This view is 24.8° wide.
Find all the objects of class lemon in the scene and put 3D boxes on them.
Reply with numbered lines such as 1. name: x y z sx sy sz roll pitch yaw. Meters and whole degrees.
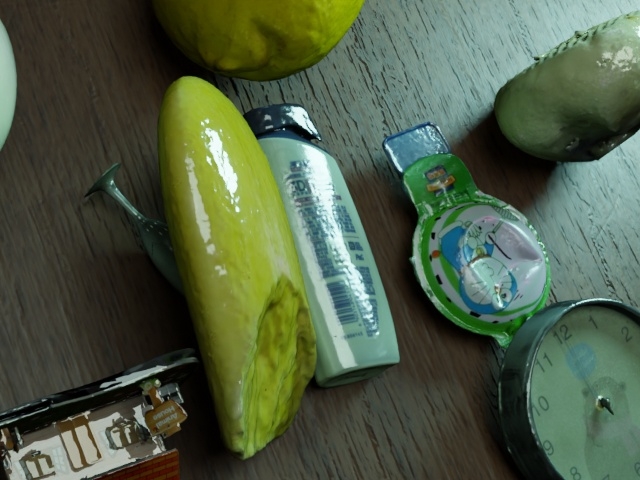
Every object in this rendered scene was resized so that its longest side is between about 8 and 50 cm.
1. lemon: -0.076 -0.346 1.825 0.297 0.297 0.297 9 64 -19

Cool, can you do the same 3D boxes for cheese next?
1. cheese: 0.189 -0.010 1.899 0.204 0.083 0.320 -23 80 -29

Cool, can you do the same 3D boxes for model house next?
1. model house: -0.248 0.245 1.532 0.294 0.207 0.154 -18 77 -27

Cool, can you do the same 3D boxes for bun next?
1. bun: 0.371 -0.203 1.969 0.273 0.273 0.168 -31 89 -31

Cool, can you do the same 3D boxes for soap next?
1. soap: -0.089 0.022 1.631 0.115 0.306 0.427 -14 90 15

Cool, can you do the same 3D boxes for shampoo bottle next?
1. shampoo bottle: 0.000 0.000 1.820 0.134 0.078 0.359 -7 70 -37

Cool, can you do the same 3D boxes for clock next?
1. clock: 0.354 0.207 1.857 0.280 0.055 0.280 7 76 -28

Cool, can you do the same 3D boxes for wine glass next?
1. wine glass: -0.193 -0.004 1.746 0.198 0.066 0.066 45 58 0

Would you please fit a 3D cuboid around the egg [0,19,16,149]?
1. egg: -0.476 -0.156 1.571 0.283 0.283 0.345 39 53 -3
